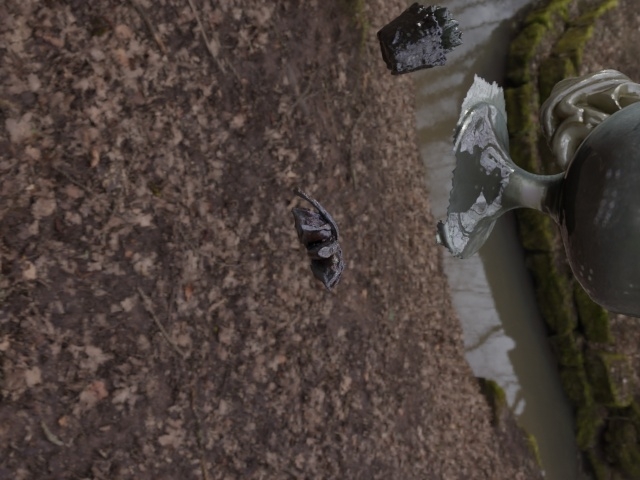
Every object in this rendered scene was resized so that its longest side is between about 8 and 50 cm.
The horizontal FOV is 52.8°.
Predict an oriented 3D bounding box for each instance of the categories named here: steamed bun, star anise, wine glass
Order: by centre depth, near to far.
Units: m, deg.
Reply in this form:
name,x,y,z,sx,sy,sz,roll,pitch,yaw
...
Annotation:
name,x,y,z,sx,sy,sz,roll,pitch,yaw
wine glass,0.307,-0.044,0.676,0.238,0.323,0.237,-29,126,-50
steamed bun,0.622,-0.214,1.329,0.309,0.220,0.324,57,42,-6
star anise,0.000,-0.001,1.408,0.089,0.209,0.231,-19,113,-2

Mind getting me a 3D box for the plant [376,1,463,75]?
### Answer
name,x,y,z,sx,sy,sz,roll,pitch,yaw
plant,0.236,-0.475,1.509,0.129,0.195,0.132,63,-1,39
